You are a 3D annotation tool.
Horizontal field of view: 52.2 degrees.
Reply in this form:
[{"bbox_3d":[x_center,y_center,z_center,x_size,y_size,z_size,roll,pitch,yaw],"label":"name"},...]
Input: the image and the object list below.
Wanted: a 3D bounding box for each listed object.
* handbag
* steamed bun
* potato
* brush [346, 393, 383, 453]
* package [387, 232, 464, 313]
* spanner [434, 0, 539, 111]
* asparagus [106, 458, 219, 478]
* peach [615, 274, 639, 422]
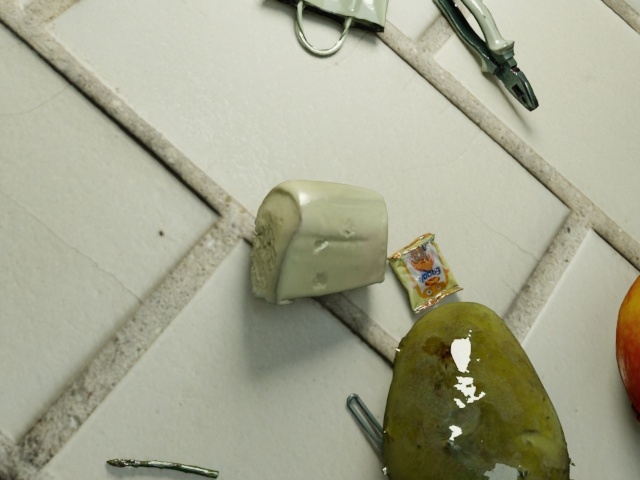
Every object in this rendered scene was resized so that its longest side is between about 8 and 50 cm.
[{"bbox_3d":[0.028,-0.508,1.244,0.241,0.109,0.316,15,73,-11],"label":"handbag"},{"bbox_3d":[0.000,0.000,1.062,0.225,0.170,0.200,4,104,-32],"label":"steamed bun"},{"bbox_3d":[0.212,0.266,0.988,0.269,0.219,0.359,-12,53,0],"label":"potato"},{"bbox_3d":[0.126,0.358,1.049,0.062,0.027,0.266,-33,81,-23],"label":"brush"},{"bbox_3d":[0.182,0.056,1.151,0.108,0.031,0.121,-25,82,-21],"label":"package"},{"bbox_3d":[0.334,-0.393,1.300,0.040,0.095,0.325,-31,83,-22],"label":"spanner"},{"bbox_3d":[-0.229,0.331,0.953,0.162,0.016,0.016,12,89,-14],"label":"asparagus"},{"bbox_3d":[0.684,0.190,1.106,0.370,0.370,0.370,5,72,-15],"label":"peach"}]
